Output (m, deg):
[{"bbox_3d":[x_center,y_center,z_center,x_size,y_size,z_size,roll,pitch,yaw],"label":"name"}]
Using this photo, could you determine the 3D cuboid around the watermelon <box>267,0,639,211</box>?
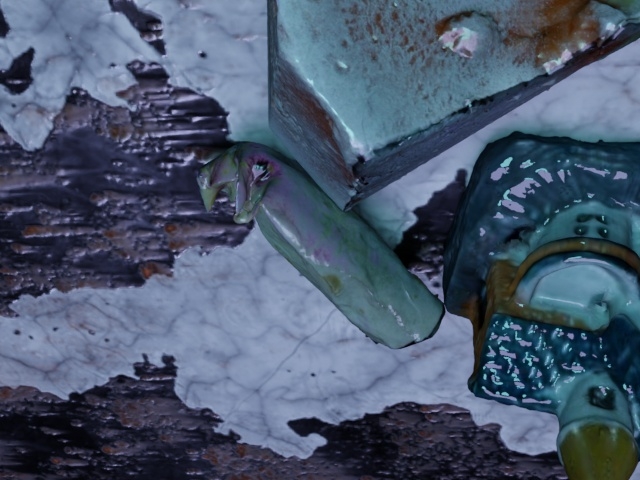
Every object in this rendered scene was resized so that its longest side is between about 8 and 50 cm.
[{"bbox_3d":[0.051,-0.153,0.655,0.319,0.214,0.289,-16,121,33],"label":"watermelon"}]

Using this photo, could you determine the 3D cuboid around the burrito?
[{"bbox_3d":[0.000,0.000,0.850,0.229,0.144,0.089,43,78,-22],"label":"burrito"}]

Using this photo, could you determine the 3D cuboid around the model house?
[{"bbox_3d":[0.229,0.072,0.756,0.253,0.291,0.184,12,133,0],"label":"model house"}]
